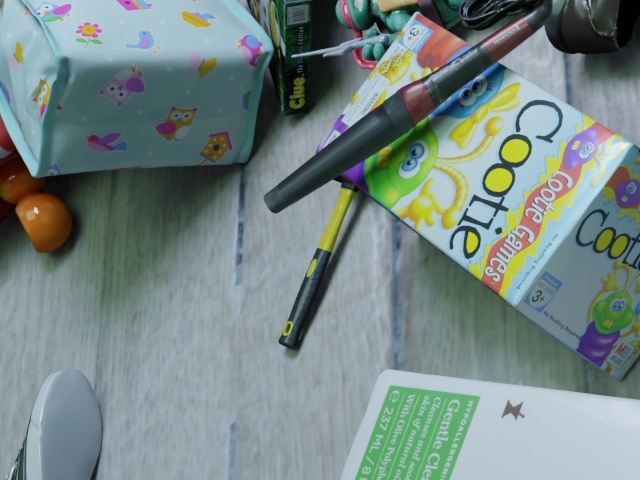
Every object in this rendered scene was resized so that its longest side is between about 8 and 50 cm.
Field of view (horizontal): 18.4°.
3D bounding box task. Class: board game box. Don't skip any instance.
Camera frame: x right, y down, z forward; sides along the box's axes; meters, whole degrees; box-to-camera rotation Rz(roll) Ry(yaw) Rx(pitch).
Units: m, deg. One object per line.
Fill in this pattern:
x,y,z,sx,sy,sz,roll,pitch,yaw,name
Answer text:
0.147,-0.038,1.499,0.142,0.144,0.275,-54,40,3,board game box
-0.050,-0.251,1.843,0.030,0.136,0.260,-7,46,-12,board game box

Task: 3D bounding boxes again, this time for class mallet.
0.000,0.000,1.699,0.062,0.039,0.190,24,86,47,mallet

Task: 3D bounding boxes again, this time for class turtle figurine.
0.086,-0.226,1.700,0.234,0.118,0.175,-15,69,18,turtle figurine

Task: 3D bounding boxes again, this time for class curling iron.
0.066,-0.108,1.484,0.274,0.035,0.068,-42,39,14,curling iron

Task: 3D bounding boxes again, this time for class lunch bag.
-0.197,-0.187,1.843,0.262,0.223,0.160,56,140,45,lunch bag

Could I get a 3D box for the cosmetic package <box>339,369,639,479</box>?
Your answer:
0.184,0.213,1.296,0.365,0.155,0.197,1,63,45,cosmetic package

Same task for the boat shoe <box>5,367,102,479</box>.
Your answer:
-0.250,0.219,1.760,0.070,0.077,0.219,-15,57,35,boat shoe

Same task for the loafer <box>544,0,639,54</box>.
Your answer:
0.265,-0.237,1.577,0.078,0.080,0.220,29,91,39,loafer

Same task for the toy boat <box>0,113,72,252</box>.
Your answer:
-0.297,-0.055,1.958,0.231,0.151,0.151,-34,75,23,toy boat
